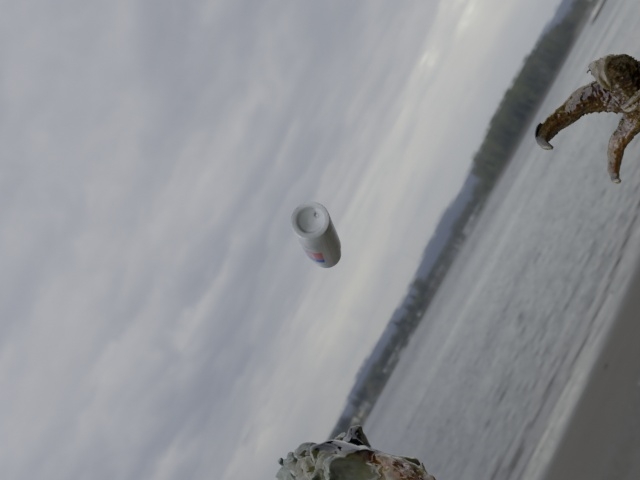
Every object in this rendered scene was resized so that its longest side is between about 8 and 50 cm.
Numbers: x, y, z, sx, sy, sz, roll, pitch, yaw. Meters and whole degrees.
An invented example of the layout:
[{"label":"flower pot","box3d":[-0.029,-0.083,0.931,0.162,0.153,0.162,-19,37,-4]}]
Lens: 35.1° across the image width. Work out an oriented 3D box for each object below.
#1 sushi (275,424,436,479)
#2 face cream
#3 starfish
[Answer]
[{"label":"sushi","box3d":[0.023,0.170,0.644,0.097,0.103,0.226,-67,9,-21]},{"label":"face cream","box3d":[0.000,0.000,0.896,0.034,0.034,0.130,-60,-14,-9]},{"label":"starfish","box3d":[0.279,-0.124,0.943,0.190,0.146,0.074,26,-122,-46]}]
